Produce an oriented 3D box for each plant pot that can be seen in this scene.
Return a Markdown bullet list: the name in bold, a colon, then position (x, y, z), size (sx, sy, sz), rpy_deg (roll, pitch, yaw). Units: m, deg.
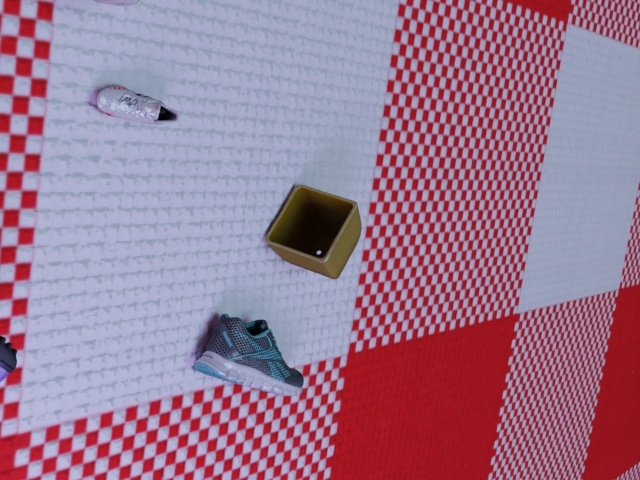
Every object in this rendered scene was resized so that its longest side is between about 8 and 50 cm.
- **plant pot**: position (0.000, 0.000, 1.051), size (0.081, 0.081, 0.083), rpy_deg (-60, 151, -20)

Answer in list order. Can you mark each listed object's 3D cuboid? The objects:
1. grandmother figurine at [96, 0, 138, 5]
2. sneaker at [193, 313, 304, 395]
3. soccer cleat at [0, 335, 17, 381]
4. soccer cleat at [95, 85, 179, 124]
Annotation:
- **grandmother figurine**: position (-0.189, -0.338, 0.666), size (0.208, 0.104, 0.342), rpy_deg (-23, 120, -22)
- **sneaker**: position (-0.065, 0.127, 1.022), size (0.166, 0.065, 0.076), rpy_deg (30, 74, -54)
- **soccer cleat**: position (-0.318, 0.076, 0.594), size (0.116, 0.109, 0.318), rpy_deg (-68, 161, -9)
- **soccer cleat**: position (-0.163, -0.119, 0.827), size (0.083, 0.036, 0.029), rpy_deg (10, 94, -54)
